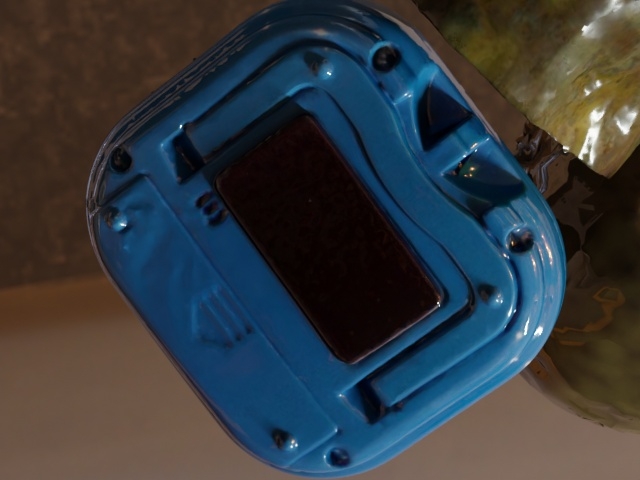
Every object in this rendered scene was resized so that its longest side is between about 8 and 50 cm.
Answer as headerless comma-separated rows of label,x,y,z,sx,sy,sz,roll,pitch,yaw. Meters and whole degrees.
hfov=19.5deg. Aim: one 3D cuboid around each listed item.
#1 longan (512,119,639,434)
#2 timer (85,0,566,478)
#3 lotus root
longan,0.338,0.001,1.860,0.391,0.391,0.391,-7,-162,2
timer,0.000,0.000,1.420,0.309,0.340,0.115,-36,-177,16
lotus root,0.234,-0.197,1.367,0.260,0.267,0.149,-43,-135,12
